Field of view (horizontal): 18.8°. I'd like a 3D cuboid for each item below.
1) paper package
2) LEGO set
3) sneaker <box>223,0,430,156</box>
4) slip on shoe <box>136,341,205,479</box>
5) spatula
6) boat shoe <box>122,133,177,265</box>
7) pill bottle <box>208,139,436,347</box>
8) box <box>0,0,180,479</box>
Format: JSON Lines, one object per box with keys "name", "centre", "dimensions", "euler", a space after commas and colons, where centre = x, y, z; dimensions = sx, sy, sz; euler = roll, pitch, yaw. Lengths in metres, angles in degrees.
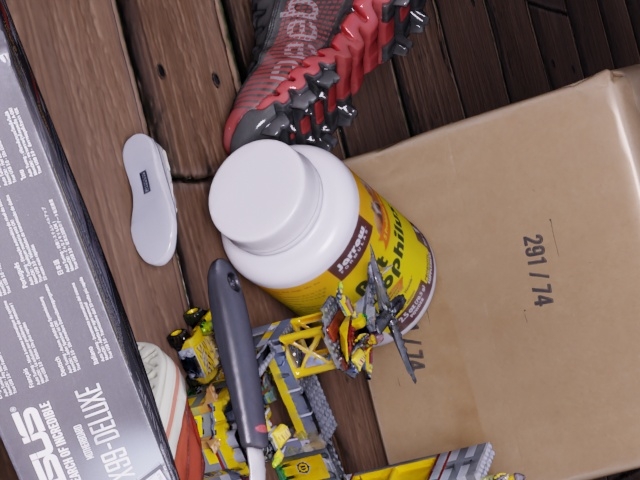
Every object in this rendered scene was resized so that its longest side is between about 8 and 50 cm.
{"name": "paper package", "centre": [0.184, 0.045, 1.675], "dimensions": [0.168, 0.309, 0.325], "euler": [-11, 85, -63]}
{"name": "LEGO set", "centre": [0.035, 0.185, 1.388], "dimensions": [0.331, 0.192, 0.255], "euler": [70, 23, -9]}
{"name": "sneaker", "centre": [-0.019, -0.159, 1.619], "dimensions": [0.276, 0.135, 0.098], "euler": [-53, 158, -35]}
{"name": "slip on shoe", "centre": [-0.125, 0.196, 1.122], "dimensions": [0.331, 0.123, 0.101], "euler": [-81, 151, -54]}
{"name": "spatula", "centre": [-0.046, 0.156, 1.227], "dimensions": [0.084, 0.030, 0.296], "euler": [15, 67, -60]}
{"name": "boat shoe", "centre": [-0.117, -0.027, 1.388], "dimensions": [0.035, 0.035, 0.100], "euler": [25, 46, -58]}
{"name": "pill bottle", "centre": [0.000, 0.000, 1.529], "dimensions": [0.215, 0.117, 0.117], "euler": [38, 42, -55]}
{"name": "box", "centre": [-0.158, 0.005, 1.029], "dimensions": [0.242, 0.076, 0.307], "euler": [-118, -171, -61]}
